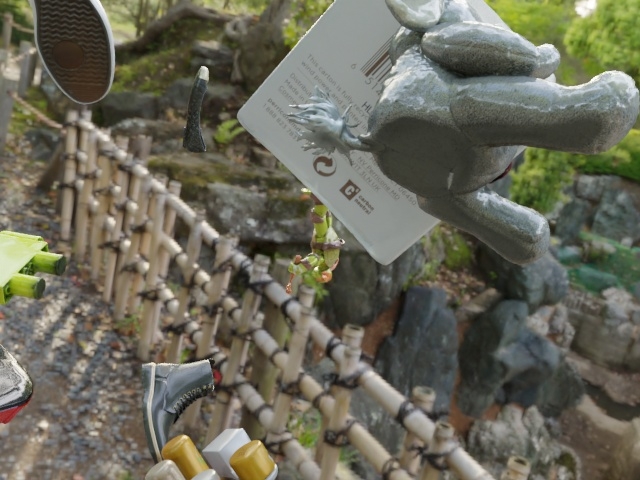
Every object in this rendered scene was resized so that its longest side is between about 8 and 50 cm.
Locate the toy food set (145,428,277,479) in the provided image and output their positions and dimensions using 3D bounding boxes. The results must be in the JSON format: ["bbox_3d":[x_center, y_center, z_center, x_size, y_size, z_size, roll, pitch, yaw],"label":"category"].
[{"bbox_3d":[-0.120,0.290,0.804,0.111,0.105,0.232,-38,11,-38],"label":"toy food set"}]

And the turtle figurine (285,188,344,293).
[{"bbox_3d":[0.000,0.000,1.469,0.087,0.218,0.269,4,13,25],"label":"turtle figurine"}]

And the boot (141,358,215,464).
[{"bbox_3d":[-0.251,0.298,1.299,0.136,0.077,0.198,-6,50,-11],"label":"boot"}]

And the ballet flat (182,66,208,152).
[{"bbox_3d":[-0.242,-0.261,1.435,0.049,0.173,0.057,9,19,-10],"label":"ballet flat"}]

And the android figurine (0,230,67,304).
[{"bbox_3d":[-0.641,0.051,1.372,0.272,0.056,0.248,7,31,5],"label":"android figurine"}]

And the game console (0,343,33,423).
[{"bbox_3d":[-0.609,0.143,0.953,0.342,0.060,0.386,43,14,16],"label":"game console"}]

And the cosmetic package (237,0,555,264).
[{"bbox_3d":[0.145,-0.233,1.156,0.329,0.327,0.394,45,28,-2],"label":"cosmetic package"}]

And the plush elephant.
[{"bbox_3d":[0.159,-0.168,0.800,0.329,0.272,0.255,16,56,12],"label":"plush elephant"}]

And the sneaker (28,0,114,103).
[{"bbox_3d":[-0.364,-0.346,1.022,0.105,0.290,0.123,-14,29,-6],"label":"sneaker"}]
